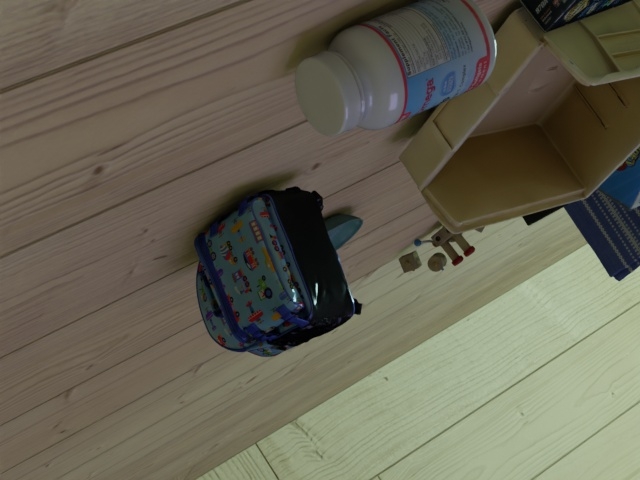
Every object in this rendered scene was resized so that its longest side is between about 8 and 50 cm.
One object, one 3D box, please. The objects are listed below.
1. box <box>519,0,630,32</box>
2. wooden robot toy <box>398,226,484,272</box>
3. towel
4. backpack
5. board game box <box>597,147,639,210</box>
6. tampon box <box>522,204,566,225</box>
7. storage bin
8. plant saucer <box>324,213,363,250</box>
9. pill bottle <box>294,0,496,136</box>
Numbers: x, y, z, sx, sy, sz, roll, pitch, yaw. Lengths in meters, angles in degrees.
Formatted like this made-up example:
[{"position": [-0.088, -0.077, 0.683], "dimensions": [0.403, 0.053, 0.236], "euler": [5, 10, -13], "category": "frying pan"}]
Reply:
[{"position": [0.309, -0.299, 1.039], "dimensions": [0.175, 0.051, 0.220], "euler": [-25, 164, -34], "category": "box"}, {"position": [0.217, 0.002, 1.862], "dimensions": [0.173, 0.076, 0.079], "euler": [-39, 177, 21], "category": "wooden robot toy"}, {"position": [0.540, -0.115, 1.828], "dimensions": [0.040, 0.243, 0.336], "euler": [-12, 155, -47], "category": "towel"}, {"position": [-0.067, 0.044, 1.150], "dimensions": [0.173, 0.158, 0.117], "euler": [-30, 164, 39], "category": "backpack"}, {"position": [0.535, -0.219, 1.564], "dimensions": [0.302, 0.086, 0.308], "euler": [-20, 139, -48], "category": "board game box"}, {"position": [0.373, -0.109, 1.718], "dimensions": [0.120, 0.101, 0.161], "euler": [-29, 176, -19], "category": "tampon box"}, {"position": [0.260, -0.147, 1.233], "dimensions": [0.260, 0.123, 0.262], "euler": [-15, 155, -37], "category": "storage bin"}, {"position": [0.000, 0.000, 1.420], "dimensions": [0.119, 0.021, 0.119], "euler": [-33, 166, -9], "category": "plant saucer"}, {"position": [0.061, -0.143, 0.912], "dimensions": [0.160, 0.087, 0.087], "euler": [-27, 165, -29], "category": "pill bottle"}]
